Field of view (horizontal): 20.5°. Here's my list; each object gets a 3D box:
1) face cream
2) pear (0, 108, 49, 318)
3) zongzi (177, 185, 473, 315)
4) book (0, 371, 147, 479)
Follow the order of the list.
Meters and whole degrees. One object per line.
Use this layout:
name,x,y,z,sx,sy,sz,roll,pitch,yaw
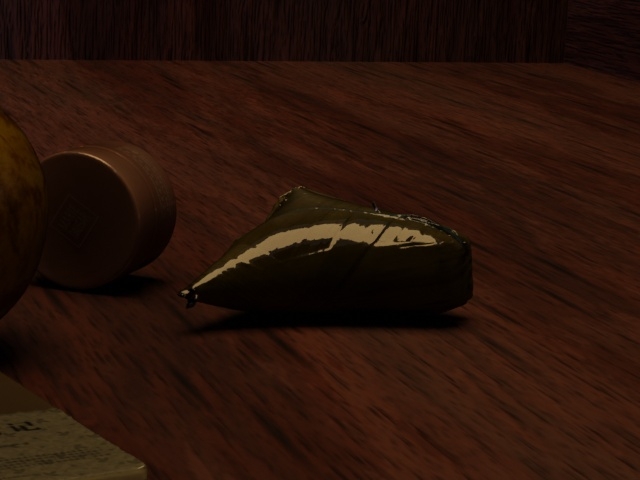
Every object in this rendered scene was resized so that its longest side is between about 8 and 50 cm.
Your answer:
face cream,-0.241,-0.029,1.900,0.149,0.149,0.104,6,12,17
pear,-0.385,-0.018,1.581,0.280,0.281,0.281,3,12,-1
zongzi,0.012,0.035,1.773,0.228,0.115,0.256,14,22,26
book,-0.299,0.150,1.363,0.217,0.021,0.310,-6,15,-33
